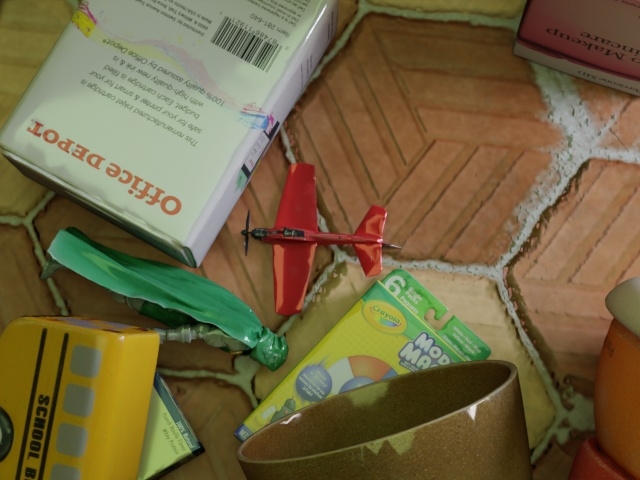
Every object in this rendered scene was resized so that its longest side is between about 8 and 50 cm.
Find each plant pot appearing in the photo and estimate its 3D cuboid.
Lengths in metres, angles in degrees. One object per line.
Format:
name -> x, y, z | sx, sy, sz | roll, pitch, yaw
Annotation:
plant pot -> 0.079, 0.255, 1.222 | 0.237, 0.237, 0.254 | -16, 94, -3

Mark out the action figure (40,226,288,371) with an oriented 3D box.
action figure -> -0.135, 0.058, 1.360 | 0.232, 0.137, 0.063 | 25, 103, -3

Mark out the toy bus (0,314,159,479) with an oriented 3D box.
toy bus -> -0.234, 0.231, 1.277 | 0.130, 0.108, 0.332 | 10, 90, 16

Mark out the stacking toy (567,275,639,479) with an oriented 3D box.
stacking toy -> 0.298, 0.299, 1.251 | 0.351, 0.350, 0.479 | 29, 99, 6

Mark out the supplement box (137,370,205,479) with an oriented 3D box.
supplement box -> -0.161, 0.175, 1.354 | 0.083, 0.056, 0.083 | -31, 80, -5

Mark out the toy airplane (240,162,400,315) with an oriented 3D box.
toy airplane -> 0.000, 0.000, 1.405 | 0.151, 0.028, 0.151 | 0, 77, 0

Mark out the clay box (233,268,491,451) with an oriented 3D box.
clay box -> 0.042, 0.138, 1.363 | 0.127, 0.053, 0.222 | 42, 83, 6

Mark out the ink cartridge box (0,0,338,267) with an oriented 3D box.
ink cartridge box -> -0.137, -0.143, 1.389 | 0.201, 0.117, 0.278 | 29, 79, 6

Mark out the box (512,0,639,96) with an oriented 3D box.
box -> 0.271, -0.235, 1.349 | 0.149, 0.232, 0.126 | 19, 79, 4
